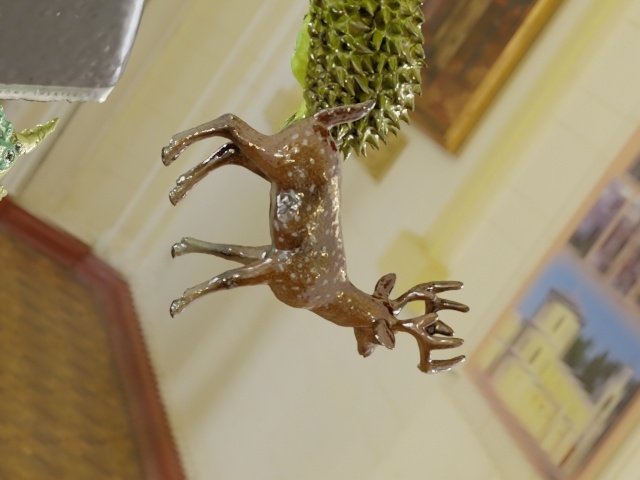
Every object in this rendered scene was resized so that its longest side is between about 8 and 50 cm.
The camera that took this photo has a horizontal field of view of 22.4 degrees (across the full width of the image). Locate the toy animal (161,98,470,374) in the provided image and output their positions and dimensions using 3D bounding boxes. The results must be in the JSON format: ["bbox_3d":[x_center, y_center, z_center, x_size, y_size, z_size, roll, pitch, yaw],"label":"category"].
[{"bbox_3d":[0.001,0.008,1.362,0.260,0.243,0.087,-2,22,-1],"label":"toy animal"}]

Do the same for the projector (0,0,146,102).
[{"bbox_3d":[-0.363,-0.369,1.616,0.395,0.405,0.242,0,32,-32],"label":"projector"}]

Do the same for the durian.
[{"bbox_3d":[0.034,-0.240,2.005,0.157,0.355,0.169,-10,42,-20],"label":"durian"}]

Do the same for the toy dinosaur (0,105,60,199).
[{"bbox_3d":[-0.440,-0.119,2.150,0.094,0.259,0.153,16,-42,31],"label":"toy dinosaur"}]
